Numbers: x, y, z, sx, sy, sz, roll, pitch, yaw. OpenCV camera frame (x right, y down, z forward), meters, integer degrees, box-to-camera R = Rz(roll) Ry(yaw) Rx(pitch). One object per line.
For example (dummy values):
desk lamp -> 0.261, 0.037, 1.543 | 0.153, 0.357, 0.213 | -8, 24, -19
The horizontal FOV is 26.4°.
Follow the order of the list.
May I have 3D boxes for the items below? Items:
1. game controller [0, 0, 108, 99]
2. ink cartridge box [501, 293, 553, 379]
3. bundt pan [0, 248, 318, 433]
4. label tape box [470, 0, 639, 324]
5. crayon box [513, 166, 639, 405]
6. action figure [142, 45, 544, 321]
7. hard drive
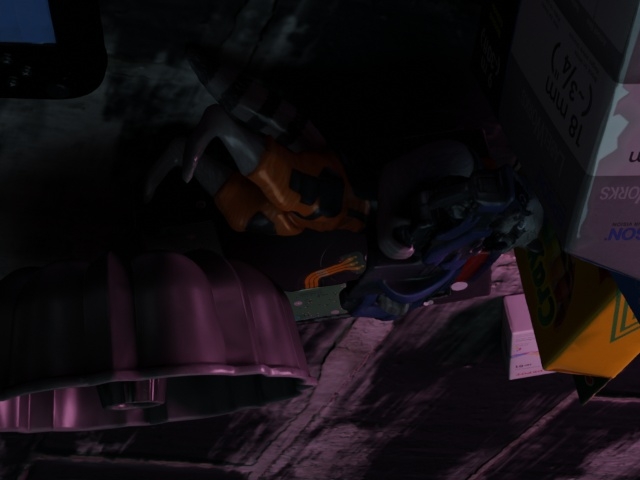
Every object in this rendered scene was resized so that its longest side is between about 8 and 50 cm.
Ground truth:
game controller -> -0.247, -0.208, 0.964 | 0.166, 0.067, 0.319 | -6, 147, -5
ink cartridge box -> 0.259, 0.109, 1.593 | 0.088, 0.052, 0.122 | -9, 149, 1
bundt pan -> -0.172, 0.090, 1.226 | 0.330, 0.124, 0.331 | -6, 167, -1
label tape box -> 0.196, -0.109, 0.981 | 0.106, 0.241, 0.334 | -3, 129, -12
crayon box -> 0.253, -0.022, 1.165 | 0.081, 0.202, 0.318 | 8, 140, -21
action figure -> 0.045, -0.056, 1.117 | 0.330, 0.178, 0.341 | 12, 159, -16
hard drive -> 0.000, 0.000, 1.350 | 0.339, 0.064, 0.237 | -10, 148, 1
